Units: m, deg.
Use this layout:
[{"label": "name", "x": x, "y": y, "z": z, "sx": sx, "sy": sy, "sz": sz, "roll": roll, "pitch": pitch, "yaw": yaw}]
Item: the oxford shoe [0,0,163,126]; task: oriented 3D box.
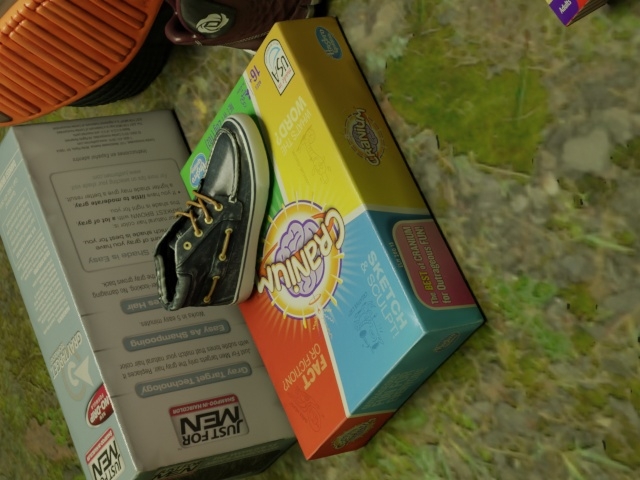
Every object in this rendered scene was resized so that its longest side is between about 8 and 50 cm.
[{"label": "oxford shoe", "x": -0.220, "y": -0.259, "z": 1.689, "sx": 0.363, "sy": 0.130, "sz": 0.133, "roll": -43, "pitch": 46, "yaw": 9}]

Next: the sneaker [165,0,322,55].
[{"label": "sneaker", "x": -0.053, "y": -0.260, "z": 1.486, "sx": 0.106, "sy": 0.162, "sz": 0.281, "roll": 55, "pitch": 136, "yaw": 31}]

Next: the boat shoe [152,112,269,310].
[{"label": "boat shoe", "x": -0.099, "y": -0.021, "z": 1.575, "sx": 0.065, "sy": 0.083, "sz": 0.183, "roll": 31, "pitch": 123, "yaw": 49}]

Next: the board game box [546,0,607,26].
[{"label": "board game box", "x": 0.155, "y": -0.263, "z": 1.215, "sx": 0.193, "sy": 0.045, "sz": 0.147, "roll": 55, "pitch": 155, "yaw": 8}]

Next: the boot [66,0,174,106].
[{"label": "boot", "x": -0.209, "y": -0.250, "z": 1.819, "sx": 0.246, "sy": 0.083, "sz": 0.161, "roll": -35, "pitch": 64, "yaw": 46}]

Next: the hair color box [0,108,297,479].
[{"label": "hair color box", "x": -0.181, "y": 0.062, "z": 1.746, "sx": 0.113, "sy": 0.185, "sz": 0.374, "roll": -48, "pitch": 59, "yaw": 50}]

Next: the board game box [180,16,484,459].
[{"label": "board game box", "x": 0.000, "y": 0.000, "z": 1.568, "sx": 0.242, "sy": 0.064, "sz": 0.316, "roll": -53, "pitch": 55, "yaw": 48}]
